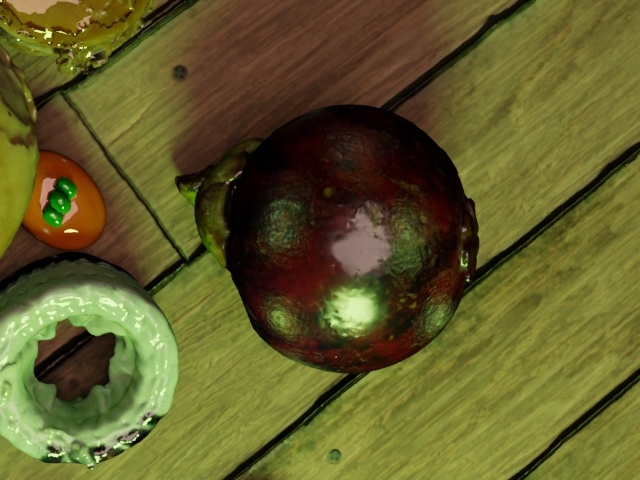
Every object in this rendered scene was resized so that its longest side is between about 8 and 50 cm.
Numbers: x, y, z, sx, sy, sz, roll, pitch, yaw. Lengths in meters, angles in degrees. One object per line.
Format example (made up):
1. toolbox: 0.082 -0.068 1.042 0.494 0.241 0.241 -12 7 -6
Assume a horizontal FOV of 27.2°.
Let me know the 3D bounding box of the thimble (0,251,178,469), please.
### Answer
1. thimble: -0.284 0.131 1.489 0.237 0.150 0.237 -4 102 -17

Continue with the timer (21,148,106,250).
1. timer: -0.298 -0.043 1.486 0.136 0.136 0.099 38 91 -16

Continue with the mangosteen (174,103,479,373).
1. mangosteen: 0.000 0.000 1.501 0.359 0.306 0.306 -2 98 16

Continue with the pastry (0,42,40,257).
1. pastry: -0.478 -0.108 1.309 0.409 0.245 0.410 5 105 18

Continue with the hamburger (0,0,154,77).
1. hamburger: -0.285 -0.305 1.420 0.245 0.211 0.261 -10 96 -24
